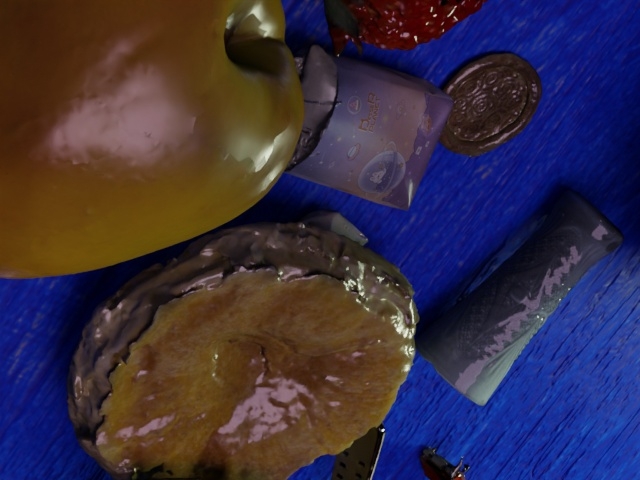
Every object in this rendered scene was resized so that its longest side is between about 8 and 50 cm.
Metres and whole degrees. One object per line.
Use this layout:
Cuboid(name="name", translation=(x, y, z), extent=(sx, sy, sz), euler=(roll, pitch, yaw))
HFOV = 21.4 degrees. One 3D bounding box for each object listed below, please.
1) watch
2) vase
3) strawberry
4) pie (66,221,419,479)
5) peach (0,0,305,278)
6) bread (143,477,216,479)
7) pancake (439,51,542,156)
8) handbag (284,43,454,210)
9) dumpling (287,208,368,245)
Cuboid(name="watch", translation=(0.078, 0.282, 1.780), extent=(0.165, 0.102, 0.268), euler=(-12, 123, -38))
Cuboid(name="vase", translation=(0.198, 0.052, 1.667), extent=(0.219, 0.096, 0.096), euler=(-48, 131, 8))
Cuboid(name="strawberry", translation=(0.107, -0.230, 1.386), extent=(0.228, 0.098, 0.174), euler=(-11, 119, -28))
Cuboid(name="pie", translation=(-0.068, 0.117, 1.538), extent=(0.339, 0.083, 0.339), euler=(-16, 137, -15))
Cuboid(name="peach", translation=(-0.178, -0.116, 1.226), extent=(0.307, 0.289, 0.289), euler=(-13, 135, 17))
Cuboid(name="bread", translation=(-0.175, 0.376, 1.633), extent=(0.165, 0.113, 0.416), euler=(6, 137, -29))
Cuboid(name="pancake", translation=(0.153, -0.124, 1.561), extent=(0.115, 0.011, 0.115), euler=(-13, 130, -16))
Cuboid(name="handbag", translation=(0.022, -0.102, 1.462), extent=(0.173, 0.095, 0.117), euler=(14, 102, -41))
Cuboid(name="dumpling", translation=(0.000, -0.002, 1.559), extent=(0.076, 0.057, 0.052), euler=(-26, 99, -42))
